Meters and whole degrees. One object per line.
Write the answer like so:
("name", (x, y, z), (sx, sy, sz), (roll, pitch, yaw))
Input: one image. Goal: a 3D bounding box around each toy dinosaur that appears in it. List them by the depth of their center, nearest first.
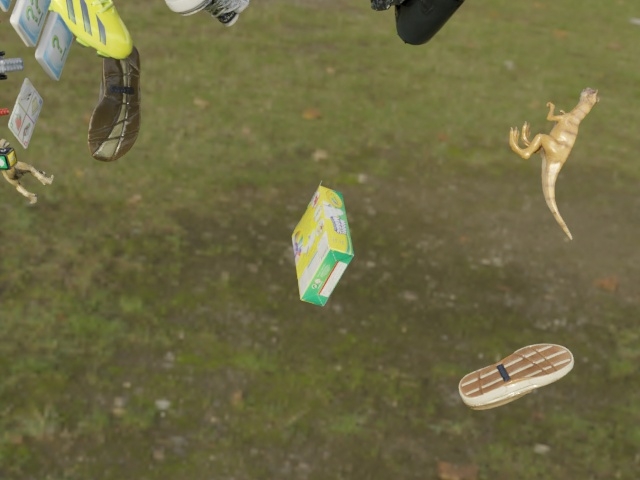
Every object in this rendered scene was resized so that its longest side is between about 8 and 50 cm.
("toy dinosaur", (0.316, -0.120, 1.637), (0.112, 0.212, 0.064), (17, -5, 30))
("toy dinosaur", (-0.425, -0.094, 1.676), (0.092, 0.053, 0.183), (34, 1, -25))

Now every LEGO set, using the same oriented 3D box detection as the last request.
("LEGO set", (-0.352, -0.209, 1.422), (0.060, 0.182, 0.244), (1, 59, 18))

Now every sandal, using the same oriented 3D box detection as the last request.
("sandal", (-0.362, -0.241, 2.112), (0.090, 0.219, 0.060), (5, -12, -18))

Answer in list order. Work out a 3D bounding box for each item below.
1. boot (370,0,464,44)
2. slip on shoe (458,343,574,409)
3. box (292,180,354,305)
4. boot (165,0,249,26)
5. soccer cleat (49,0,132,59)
("boot", (0.102, -0.356, 1.332), (0.094, 0.246, 0.207), (-25, 0, -28))
("slip on shoe", (0.227, 0.161, 1.388), (0.135, 0.041, 0.051), (-23, 46, 2))
("box", (0.000, 0.000, 1.765), (0.043, 0.105, 0.179), (17, 34, -21))
("boot", (-0.160, -0.387, 1.878), (0.095, 0.123, 0.258), (-8, 35, 23))
("soccer cleat", (-0.374, -0.402, 1.827), (0.289, 0.121, 0.093), (50, 17, -16))
